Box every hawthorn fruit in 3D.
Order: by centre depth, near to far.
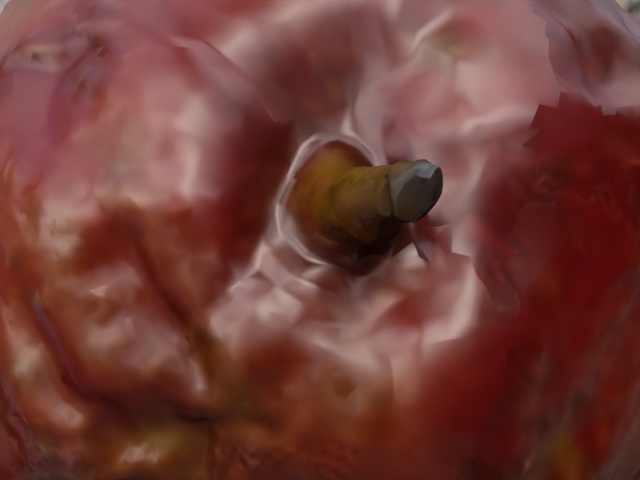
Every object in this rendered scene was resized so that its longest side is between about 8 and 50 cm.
[{"bbox_3d":[0.000,0.000,0.427,0.207,0.207,0.243,-36,-5,-8],"label":"hawthorn fruit"}]
